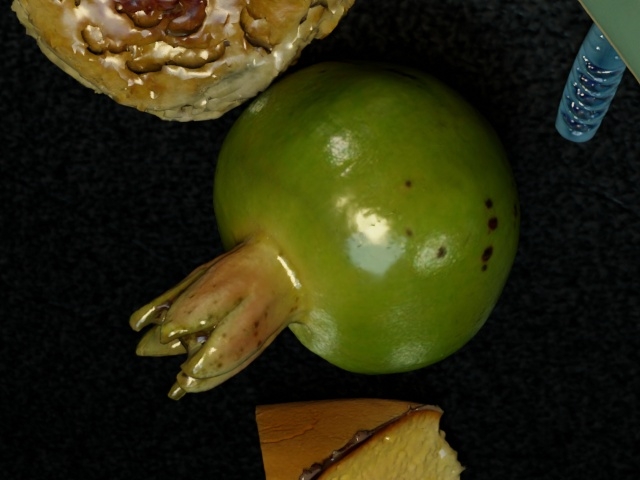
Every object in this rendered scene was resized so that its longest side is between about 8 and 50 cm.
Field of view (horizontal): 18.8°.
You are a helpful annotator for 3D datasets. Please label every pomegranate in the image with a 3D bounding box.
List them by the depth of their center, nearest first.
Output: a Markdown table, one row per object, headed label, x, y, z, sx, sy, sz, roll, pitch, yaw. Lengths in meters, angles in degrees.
| label | x | y | z | sx | sy | sz | roll | pitch | yaw |
| --- | --- | --- | --- | --- | --- | --- | --- | --- | --- |
| pomegranate | 0.000 | 0.000 | 1.389 | 0.236 | 0.302 | 0.236 | 39 | 145 | 35 |

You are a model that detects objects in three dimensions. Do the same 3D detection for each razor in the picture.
| label | x | y | z | sx | sy | sz | roll | pitch | yaw |
| --- | --- | --- | --- | --- | --- | --- | --- | --- | --- |
| razor | 0.220 | -0.179 | 1.376 | 0.082 | 0.042 | 0.253 | 19 | 124 | 0 |

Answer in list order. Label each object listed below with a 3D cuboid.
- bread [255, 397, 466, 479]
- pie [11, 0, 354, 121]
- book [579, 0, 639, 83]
| label | x | y | z | sx | sy | sz | roll | pitch | yaw |
| --- | --- | --- | --- | --- | --- | --- | --- | --- | --- |
| bread | 0.024 | 0.213 | 1.589 | 0.169 | 0.160 | 0.140 | -7 | 119 | 16 |
| pie | -0.115 | -0.213 | 1.401 | 0.308 | 0.085 | 0.308 | 5 | 123 | 8 |
| book | 0.315 | -0.261 | 1.257 | 0.379 | 0.031 | 0.264 | -35 | 88 | 28 |
